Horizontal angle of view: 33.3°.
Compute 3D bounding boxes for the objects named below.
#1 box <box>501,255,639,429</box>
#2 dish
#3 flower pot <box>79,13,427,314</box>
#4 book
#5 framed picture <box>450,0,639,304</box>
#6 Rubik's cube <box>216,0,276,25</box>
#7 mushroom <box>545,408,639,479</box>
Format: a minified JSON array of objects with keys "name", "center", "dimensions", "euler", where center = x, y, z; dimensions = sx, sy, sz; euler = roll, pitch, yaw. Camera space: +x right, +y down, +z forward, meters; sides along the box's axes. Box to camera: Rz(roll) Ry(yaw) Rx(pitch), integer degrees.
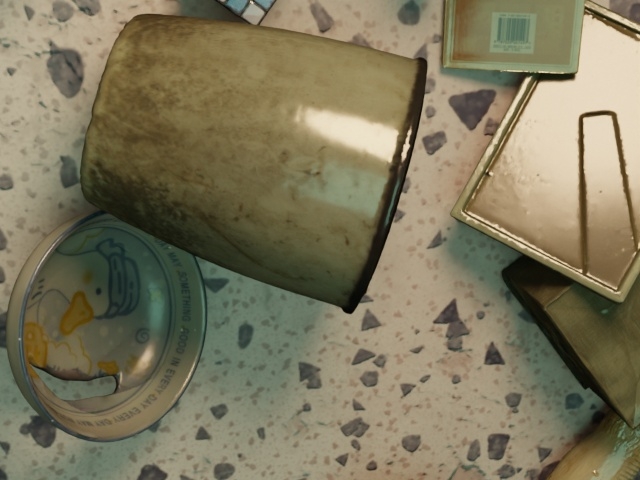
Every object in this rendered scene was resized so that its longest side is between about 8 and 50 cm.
[{"name":"box","center":[0.377,0.102,1.415],"dimensions":[0.155,0.149,0.231],"euler":[-38,110,1]},{"name":"dish","center":[-0.277,0.095,1.281],"dimensions":[0.273,0.133,0.273],"euler":[-3,95,-48]},{"name":"flower pot","center":[-0.074,-0.106,1.181],"dimensions":[0.330,0.293,0.294],"euler":[18,104,-3]},{"name":"book","center":[0.235,-0.325,1.286],"dimensions":[0.170,0.018,0.242],"euler":[4,107,7]},{"name":"framed picture","center":[0.337,-0.116,1.313],"dimensions":[0.240,0.020,0.324],"euler":[27,88,10]},{"name":"Rubik's cube","center":[-0.090,-0.307,1.211],"dimensions":[0.092,0.092,0.092],"euler":[33,99,-20]},{"name":"mushroom","center":[0.381,0.367,1.536],"dimensions":[0.122,0.095,0.351],"euler":[23,104,-36]}]
